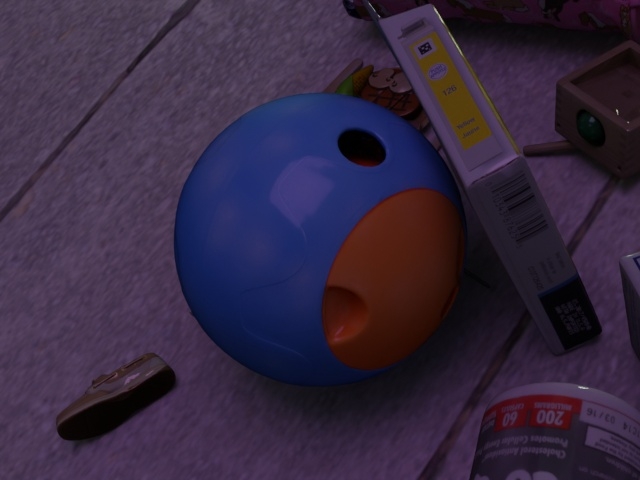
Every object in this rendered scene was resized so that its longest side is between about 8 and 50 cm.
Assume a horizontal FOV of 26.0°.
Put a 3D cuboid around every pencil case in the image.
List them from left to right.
[{"bbox_3d":[0.216,-0.321,1.632,0.386,0.160,0.167,9,56,24],"label":"pencil case"}]

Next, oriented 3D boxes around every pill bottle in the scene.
[{"bbox_3d":[0.189,0.277,1.162,0.161,0.161,0.283,3,54,21],"label":"pill bottle"}]

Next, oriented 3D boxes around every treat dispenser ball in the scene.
[{"bbox_3d":[0.000,0.000,1.361,0.288,0.288,0.288,-9,51,11],"label":"treat dispenser ball"}]

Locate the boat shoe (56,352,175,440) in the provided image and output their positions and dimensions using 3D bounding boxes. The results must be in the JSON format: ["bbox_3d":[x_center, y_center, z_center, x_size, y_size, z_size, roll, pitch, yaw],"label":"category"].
[{"bbox_3d":[-0.220,0.164,1.465,0.135,0.050,0.045,-26,45,-17],"label":"boat shoe"}]

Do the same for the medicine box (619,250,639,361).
[{"bbox_3d":[0.444,0.111,1.219,0.263,0.149,0.289,-20,50,1],"label":"medicine box"}]

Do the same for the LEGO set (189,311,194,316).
[{"bbox_3d":[-0.106,0.066,1.524,0.083,0.023,0.054,-14,51,-10],"label":"LEGO set"}]

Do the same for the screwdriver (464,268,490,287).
[{"bbox_3d":[0.121,0.007,1.497,0.170,0.024,0.025,31,38,28],"label":"screwdriver"}]

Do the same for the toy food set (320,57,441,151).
[{"bbox_3d":[0.075,-0.160,1.628,0.192,0.038,0.132,26,64,33],"label":"toy food set"}]

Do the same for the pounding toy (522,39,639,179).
[{"bbox_3d":[0.313,-0.130,1.502,0.141,0.100,0.130,-30,49,-21],"label":"pounding toy"}]

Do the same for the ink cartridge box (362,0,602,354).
[{"bbox_3d":[0.159,-0.083,1.362,0.072,0.303,0.307,-27,50,9],"label":"ink cartridge box"}]
